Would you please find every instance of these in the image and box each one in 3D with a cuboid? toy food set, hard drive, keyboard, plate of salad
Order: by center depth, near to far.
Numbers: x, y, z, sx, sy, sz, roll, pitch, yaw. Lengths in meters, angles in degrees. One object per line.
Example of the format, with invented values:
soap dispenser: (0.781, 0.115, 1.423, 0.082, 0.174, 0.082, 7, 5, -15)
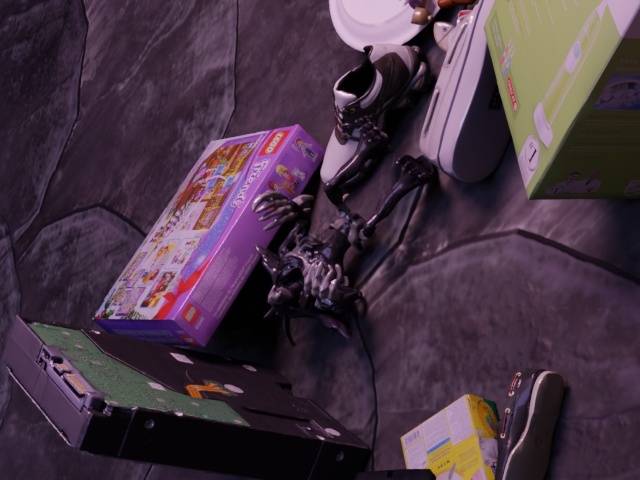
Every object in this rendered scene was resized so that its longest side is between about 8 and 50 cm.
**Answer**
keyboard: (0.059, 0.277, 1.374, 0.192, 0.038, 0.100, 151, 121, -67)
hard drive: (-0.145, 0.176, 1.481, 0.237, 0.339, 0.064, 31, 102, 53)
toy food set: (0.135, -0.254, 1.506, 0.122, 0.019, 0.078, 44, 108, 26)
plate of salad: (0.089, -0.308, 1.600, 0.200, 0.048, 0.199, -17, 65, 39)

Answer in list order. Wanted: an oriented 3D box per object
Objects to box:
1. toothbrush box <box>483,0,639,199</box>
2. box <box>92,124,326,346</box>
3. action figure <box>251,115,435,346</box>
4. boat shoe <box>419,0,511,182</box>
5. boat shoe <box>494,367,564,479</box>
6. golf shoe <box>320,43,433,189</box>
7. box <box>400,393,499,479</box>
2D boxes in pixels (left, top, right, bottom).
toothbrush box: (0.251, -0.195, 1.179, 0.283, 0.122, 0.206, 107, 158, -55)
box: (-0.136, -0.005, 1.686, 0.201, 0.057, 0.293, -4, 49, 54)
action figure: (0.000, 0.000, 1.519, 0.164, 0.141, 0.275, 45, 112, 27)
boat shoe: (0.171, -0.194, 1.411, 0.088, 0.096, 0.267, 34, 113, 49)
boat shoe: (0.185, 0.182, 1.276, 0.042, 0.049, 0.133, 5, 74, 52)
golf shoe: (0.038, -0.145, 1.570, 0.198, 0.094, 0.077, -57, 39, 25)
box: (0.138, 0.249, 1.321, 0.105, 0.043, 0.179, -40, 45, 39)
